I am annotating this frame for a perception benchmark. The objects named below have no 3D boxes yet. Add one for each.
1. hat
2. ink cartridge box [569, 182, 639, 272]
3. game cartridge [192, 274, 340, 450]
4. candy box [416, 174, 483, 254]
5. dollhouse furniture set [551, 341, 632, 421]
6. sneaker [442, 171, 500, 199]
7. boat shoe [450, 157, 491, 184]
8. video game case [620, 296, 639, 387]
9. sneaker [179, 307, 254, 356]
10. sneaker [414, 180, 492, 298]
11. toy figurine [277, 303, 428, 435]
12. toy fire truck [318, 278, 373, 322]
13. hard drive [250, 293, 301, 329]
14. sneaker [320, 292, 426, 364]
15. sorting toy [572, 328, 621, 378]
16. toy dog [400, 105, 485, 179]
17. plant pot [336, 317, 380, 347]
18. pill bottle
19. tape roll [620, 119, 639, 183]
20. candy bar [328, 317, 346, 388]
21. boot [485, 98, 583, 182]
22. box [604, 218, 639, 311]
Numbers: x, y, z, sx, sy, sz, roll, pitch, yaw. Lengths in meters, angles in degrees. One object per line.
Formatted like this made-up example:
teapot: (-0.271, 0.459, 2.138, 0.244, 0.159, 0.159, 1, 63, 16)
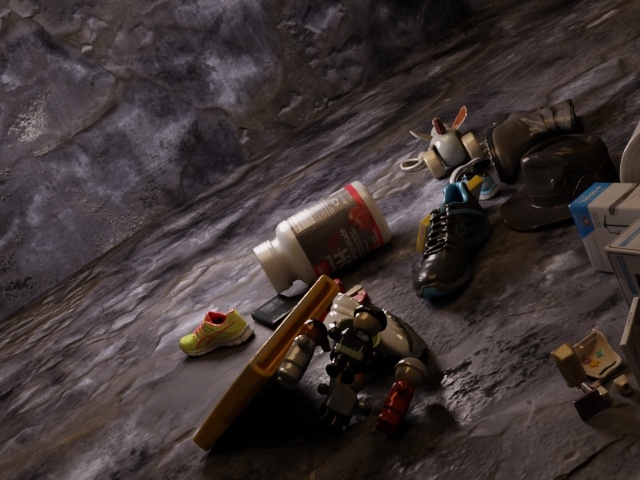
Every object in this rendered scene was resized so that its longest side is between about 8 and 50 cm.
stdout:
hat: (0.534, -0.155, 2.008, 0.331, 0.134, 0.331, -25, 20, 10)
ink cartridge box: (0.556, -0.018, 1.592, 0.086, 0.148, 0.203, -35, 20, -23)
game cartridge: (-0.106, 0.241, 1.753, 0.285, 0.053, 0.323, -48, -6, -45)
candy box: (0.303, -0.061, 2.134, 0.027, 0.105, 0.206, 39, 60, 24)
dollhouse furniture set: (0.388, 0.186, 1.352, 0.091, 0.114, 0.081, -31, 15, -1)
sneaker: (0.371, -0.141, 2.282, 0.162, 0.073, 0.063, -7, 28, 46)
boat shoe: (0.393, -0.180, 2.393, 0.142, 0.049, 0.040, -38, 22, -33)
video game case: (0.475, 0.152, 1.354, 0.011, 0.087, 0.122, -17, 22, 36)
sneaker: (-0.262, 0.212, 2.198, 0.209, 0.094, 0.081, -20, 22, 27)
sneaker: (0.265, 0.000, 1.961, 0.125, 0.139, 0.341, -14, 25, 30)
toy figurine: (0.054, 0.222, 1.564, 0.210, 0.213, 0.148, -15, 34, 45)
toy fire truck: (0.053, 0.133, 2.047, 0.135, 0.047, 0.192, -23, 19, 14)
hard drive: (-0.102, 0.170, 2.199, 0.094, 0.022, 0.135, -34, 20, -20)
sneaker: (0.096, 0.197, 1.779, 0.129, 0.111, 0.297, -56, 26, -12)
sorting toy: (0.424, 0.187, 1.414, 0.083, 0.044, 0.075, -33, 27, -15)
toy dog: (0.342, -0.299, 2.598, 0.220, 0.161, 0.334, -31, 19, -11)
plant pot: (0.059, 0.200, 1.689, 0.083, 0.079, 0.083, 13, 34, -9)
pill bottle: (0.000, 0.000, 2.263, 0.319, 0.176, 0.176, -29, 19, -4)
tape roll: (0.676, -0.149, 1.625, 0.246, 0.246, 0.169, -13, 24, 38)
candy bar: (0.033, 0.228, 1.743, 0.040, 0.018, 0.161, -13, 64, 43)
boot: (0.552, -0.276, 2.337, 0.223, 0.118, 0.338, -13, 28, 24)
box: (0.572, 0.067, 1.324, 0.087, 0.169, 0.290, -36, 21, -22)
